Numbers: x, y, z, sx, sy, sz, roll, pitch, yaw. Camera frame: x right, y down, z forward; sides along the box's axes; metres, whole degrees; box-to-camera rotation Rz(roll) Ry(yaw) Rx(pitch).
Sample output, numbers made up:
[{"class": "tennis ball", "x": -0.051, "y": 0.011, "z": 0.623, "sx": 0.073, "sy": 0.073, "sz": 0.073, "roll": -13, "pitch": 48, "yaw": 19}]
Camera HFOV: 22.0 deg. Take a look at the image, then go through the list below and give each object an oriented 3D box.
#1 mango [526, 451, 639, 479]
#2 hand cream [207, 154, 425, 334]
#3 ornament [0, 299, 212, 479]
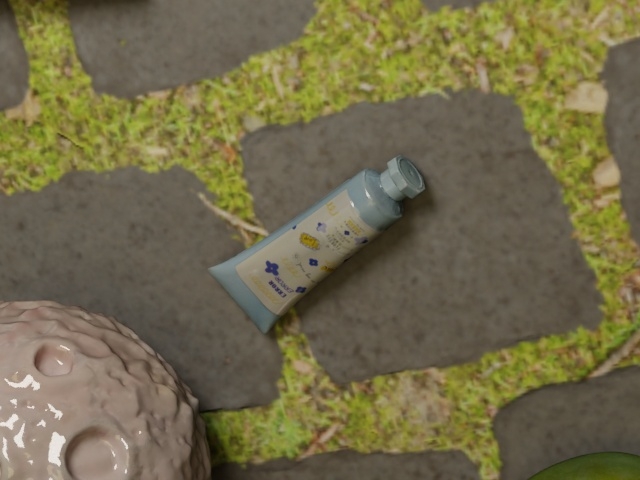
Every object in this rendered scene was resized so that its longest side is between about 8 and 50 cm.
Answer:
[{"class": "mango", "x": 0.175, "y": 0.230, "z": 1.155, "sx": 0.130, "sy": 0.092, "sz": 0.195, "roll": 42, "pitch": 108, "yaw": 1}, {"class": "hand cream", "x": 0.000, "y": 0.000, "z": 1.157, "sx": 0.170, "sy": 0.043, "sz": 0.065, "roll": -37, "pitch": 98, "yaw": 24}, {"class": "ornament", "x": -0.206, "y": 0.173, "z": 1.169, "sx": 0.259, "sy": 0.225, "sz": 0.259, "roll": 4, "pitch": 107, "yaw": 15}]
